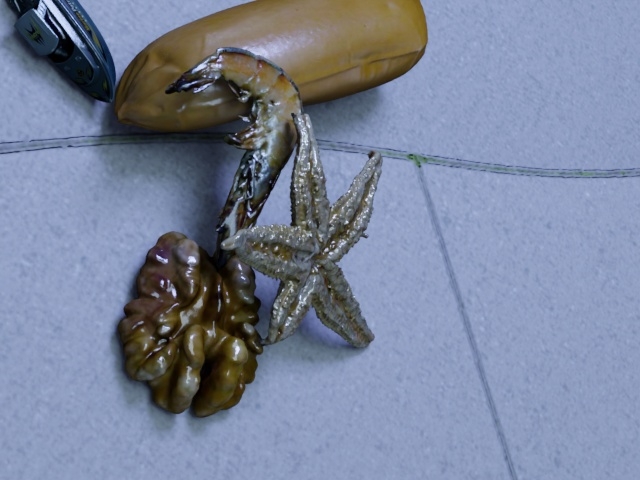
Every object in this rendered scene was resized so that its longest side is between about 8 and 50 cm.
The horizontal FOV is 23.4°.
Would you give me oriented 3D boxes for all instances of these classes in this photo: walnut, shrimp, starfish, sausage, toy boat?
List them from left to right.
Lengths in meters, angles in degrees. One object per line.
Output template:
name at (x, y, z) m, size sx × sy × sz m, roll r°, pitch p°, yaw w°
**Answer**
toy boat at (-0.235, -0.187, 1.437) m, size 0.141 × 0.055 × 0.060 m, roll 53°, pitch 45°, yaw -7°
walnut at (-0.111, 0.075, 1.419) m, size 0.143 × 0.069 × 0.170 m, roll 13°, pitch 69°, yaw -32°
shrimp at (-0.090, -0.083, 1.396) m, size 0.148 × 0.035 × 0.195 m, roll 34°, pitch 72°, yaw -41°
sausage at (-0.048, -0.180, 1.517) m, size 0.354 × 0.116 × 0.134 m, roll -21°, pitch 42°, yaw -38°
starfish at (0.005, 0.000, 1.452) m, size 0.295 × 0.048 × 0.231 m, roll 40°, pitch 63°, yaw -51°
